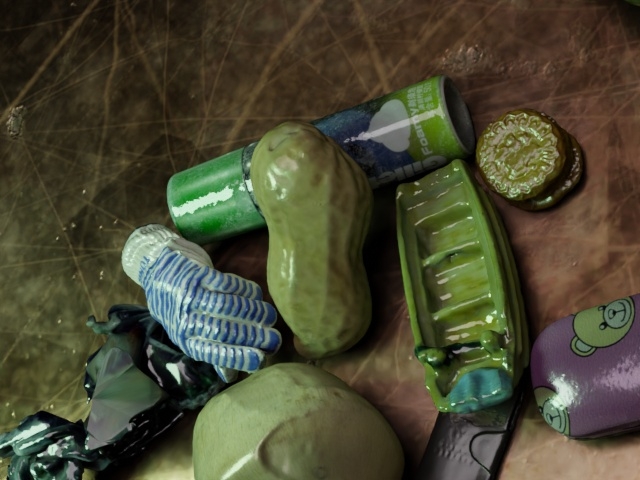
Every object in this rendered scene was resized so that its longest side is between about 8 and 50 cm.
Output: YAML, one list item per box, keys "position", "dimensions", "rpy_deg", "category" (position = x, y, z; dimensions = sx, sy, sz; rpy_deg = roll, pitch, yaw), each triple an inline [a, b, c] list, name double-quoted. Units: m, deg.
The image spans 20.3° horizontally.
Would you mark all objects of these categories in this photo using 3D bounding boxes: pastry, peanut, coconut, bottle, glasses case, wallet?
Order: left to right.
- position: [-0.027, 0.229, 1.758]
  dimensions: [0.224, 0.224, 0.224]
  rpy_deg: [-8, 70, 24]
  category: "coconut"
- position: [-0.003, -0.081, 1.906]
  dimensions: [0.330, 0.093, 0.093]
  rpy_deg: [-19, 66, 20]
  category: "bottle"
- position: [0.000, 0.000, 1.823]
  dimensions: [0.124, 0.123, 0.256]
  rpy_deg: [0, 114, 26]
  category: "peanut"
- position: [0.146, 0.200, 1.782]
  dimensions: [0.082, 0.018, 0.156]
  rpy_deg: [18, 81, 31]
  category: "wallet"
- position: [0.211, -0.083, 1.820]
  dimensions: [0.109, 0.057, 0.097]
  rpy_deg: [21, 85, 31]
  category: "pastry"
- position: [0.350, 0.101, 1.679]
  dimensions: [0.316, 0.076, 0.123]
  rpy_deg: [-18, 66, 20]
  category: "glasses case"

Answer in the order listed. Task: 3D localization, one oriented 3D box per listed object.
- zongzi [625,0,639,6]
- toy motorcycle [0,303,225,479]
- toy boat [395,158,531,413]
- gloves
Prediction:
- position: [0.214, -0.369, 1.850]
  dimensions: [0.393, 0.174, 0.356]
  rpy_deg: [-20, 69, 20]
  category: "zongzi"
- position: [-0.235, 0.168, 1.925]
  dimensions: [0.270, 0.106, 0.159]
  rpy_deg: [-34, 65, -4]
  category: "toy motorcycle"
- position: [0.145, 0.056, 1.785]
  dimensions: [0.111, 0.084, 0.276]
  rpy_deg: [-22, 55, 19]
  category: "toy boat"
- position: [-0.129, 0.066, 1.874]
  dimensions: [0.097, 0.119, 0.229]
  rpy_deg: [-30, 48, -33]
  category: "gloves"
